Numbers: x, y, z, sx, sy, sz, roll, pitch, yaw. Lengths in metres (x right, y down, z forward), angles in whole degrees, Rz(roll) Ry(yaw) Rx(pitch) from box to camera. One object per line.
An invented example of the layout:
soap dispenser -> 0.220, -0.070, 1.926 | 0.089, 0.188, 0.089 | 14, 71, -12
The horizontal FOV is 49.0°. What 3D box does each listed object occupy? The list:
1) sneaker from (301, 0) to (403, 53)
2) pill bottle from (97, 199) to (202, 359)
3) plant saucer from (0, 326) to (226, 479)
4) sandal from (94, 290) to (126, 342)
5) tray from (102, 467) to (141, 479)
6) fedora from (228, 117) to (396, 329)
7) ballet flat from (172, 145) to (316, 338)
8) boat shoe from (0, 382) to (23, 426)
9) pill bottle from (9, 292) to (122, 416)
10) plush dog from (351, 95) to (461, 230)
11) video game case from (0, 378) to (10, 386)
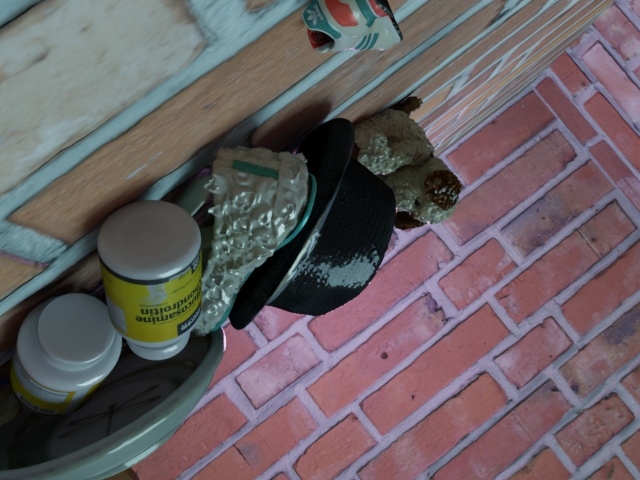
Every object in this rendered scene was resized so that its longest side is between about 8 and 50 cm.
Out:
sneaker -> 0.026, -0.198, 0.633 | 0.075, 0.057, 0.161 | -22, -179, 13
pill bottle -> -0.181, 0.051, 0.764 | 0.103, 0.103, 0.184 | -36, 153, -32
plant saucer -> -0.313, 0.248, 1.028 | 0.401, 0.100, 0.400 | -19, -163, 6
sandal -> -0.271, 0.100, 0.943 | 0.054, 0.097, 0.254 | -36, 176, -29
tray -> -0.443, 0.522, 1.054 | 0.410, 0.076, 0.203 | -57, 156, 17
fedora -> 0.000, 0.000, 0.992 | 0.334, 0.153, 0.334 | -56, -164, 26
ballet flat -> -0.144, 0.002, 0.889 | 0.147, 0.147, 0.409 | -35, 172, -39
boat shoe -> -0.488, 0.253, 0.957 | 0.153, 0.048, 0.056 | -29, -162, -28
pill bottle -> -0.315, 0.140, 0.865 | 0.117, 0.117, 0.215 | -35, 175, -36
plush dog -> 0.162, -0.126, 1.292 | 0.211, 0.225, 0.262 | -37, 176, -14
video game case -> -0.525, 0.252, 0.992 | 0.166, 0.015, 0.119 | -37, 176, -17
